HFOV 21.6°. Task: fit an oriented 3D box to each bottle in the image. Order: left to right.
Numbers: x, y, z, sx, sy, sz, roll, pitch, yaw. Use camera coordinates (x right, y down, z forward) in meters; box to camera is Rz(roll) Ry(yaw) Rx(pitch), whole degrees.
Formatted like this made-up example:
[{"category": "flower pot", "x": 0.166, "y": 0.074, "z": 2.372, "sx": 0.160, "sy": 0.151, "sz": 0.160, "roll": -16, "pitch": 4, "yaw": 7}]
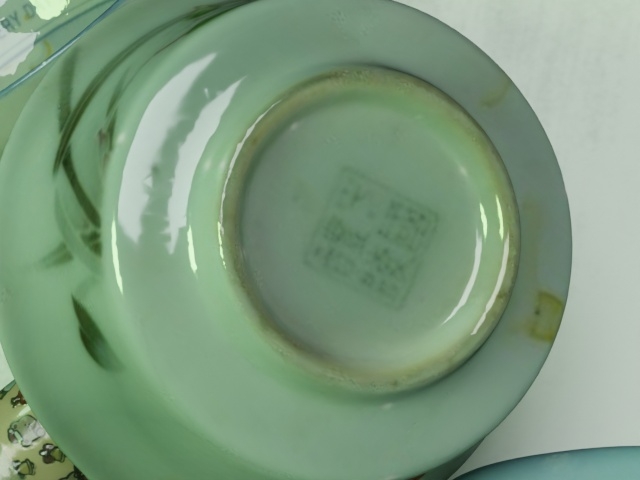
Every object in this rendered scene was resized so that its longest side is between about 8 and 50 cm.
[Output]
[{"category": "bottle", "x": -0.188, "y": 0.138, "z": 1.011, "sx": 0.152, "sy": 0.099, "sz": 0.099, "roll": -35, "pitch": 61, "yaw": -10}]

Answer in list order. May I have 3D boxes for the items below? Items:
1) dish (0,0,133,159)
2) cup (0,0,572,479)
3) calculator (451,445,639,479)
[{"category": "dish", "x": -0.172, "y": -0.087, "z": 1.119, "sx": 0.273, "sy": 0.133, "sz": 0.273, "roll": -29, "pitch": 23, "yaw": 14}, {"category": "cup", "x": 0.000, "y": 0.000, "z": 0.930, "sx": 0.347, "sy": 0.163, "sz": 0.347, "roll": 2, "pitch": 83, "yaw": -19}, {"category": "calculator", "x": 0.155, "y": 0.207, "z": 0.956, "sx": 0.303, "sy": 0.042, "sz": 0.188, "roll": -7, "pitch": 59, "yaw": -1}]
